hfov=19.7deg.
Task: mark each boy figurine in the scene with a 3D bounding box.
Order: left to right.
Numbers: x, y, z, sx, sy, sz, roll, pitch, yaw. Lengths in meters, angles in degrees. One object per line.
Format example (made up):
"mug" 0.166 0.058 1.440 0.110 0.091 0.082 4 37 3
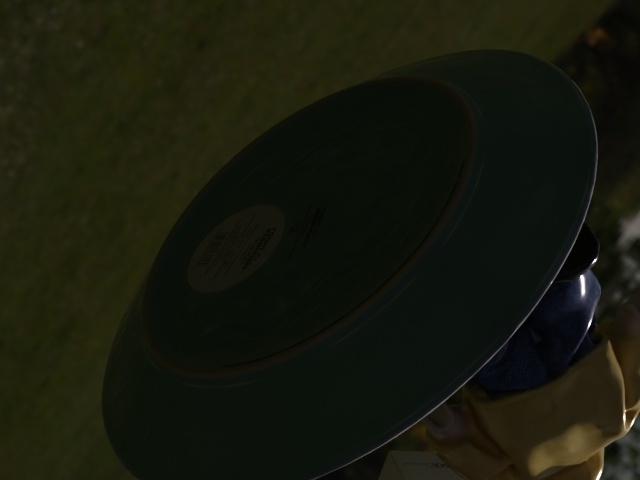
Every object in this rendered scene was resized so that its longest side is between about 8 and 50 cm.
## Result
"boy figurine" 0.145 0.092 1.191 0.177 0.092 0.285 -31 140 -10

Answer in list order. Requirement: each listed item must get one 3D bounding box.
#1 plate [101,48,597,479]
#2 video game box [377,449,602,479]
"plate" 0.000 0.000 0.585 0.188 0.024 0.188 -27 -146 20
"video game box" 0.115 0.267 1.533 0.048 0.187 0.205 58 -43 50
